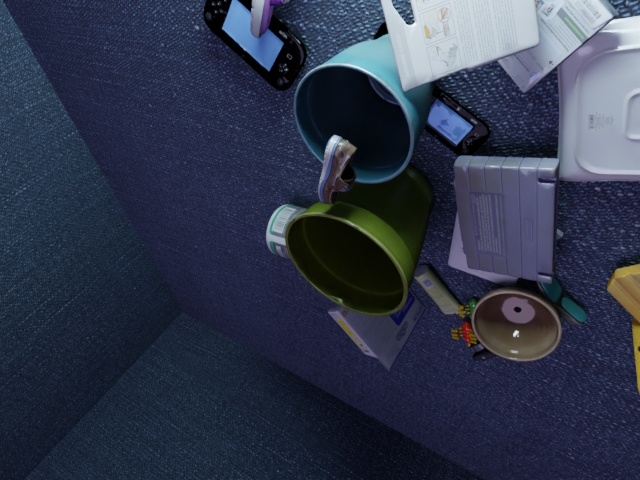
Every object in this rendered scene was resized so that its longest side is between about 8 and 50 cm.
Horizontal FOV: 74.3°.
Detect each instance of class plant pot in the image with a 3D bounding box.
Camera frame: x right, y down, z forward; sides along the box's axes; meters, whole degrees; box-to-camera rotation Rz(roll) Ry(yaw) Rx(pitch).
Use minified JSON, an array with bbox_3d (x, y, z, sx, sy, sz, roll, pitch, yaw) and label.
[{"bbox_3d":[0.123,-0.308,0.922,0.272,0.255,0.271,24,145,18],"label":"plant pot"},{"bbox_3d":[0.150,-0.039,1.203,0.367,0.353,0.366,26,145,20],"label":"plant pot"},{"bbox_3d":[0.582,0.231,1.256,0.237,0.110,0.237,13,118,26],"label":"plant pot"}]

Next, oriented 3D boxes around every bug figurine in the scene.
[{"bbox_3d":[0.589,0.299,1.436,0.279,0.072,0.216,9,126,40],"label":"bug figurine"}]

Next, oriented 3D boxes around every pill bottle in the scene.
[{"bbox_3d":[0.000,0.000,1.526,0.361,0.204,0.204,17,141,30],"label":"pill bottle"}]

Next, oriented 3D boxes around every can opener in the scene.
[{"bbox_3d":[0.624,0.404,1.545,0.073,0.059,0.186,43,147,-6],"label":"can opener"}]

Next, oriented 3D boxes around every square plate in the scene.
[{"bbox_3d":[0.630,-0.241,0.787,0.344,0.049,0.347,8,135,37],"label":"square plate"}]

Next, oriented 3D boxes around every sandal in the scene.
[{"bbox_3d":[-0.069,-0.613,0.913,0.102,0.169,0.416,20,145,-10],"label":"sandal"}]

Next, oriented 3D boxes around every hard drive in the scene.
[{"bbox_3d":[0.476,-0.006,1.184,0.203,0.040,0.307,21,143,26],"label":"hard drive"}]

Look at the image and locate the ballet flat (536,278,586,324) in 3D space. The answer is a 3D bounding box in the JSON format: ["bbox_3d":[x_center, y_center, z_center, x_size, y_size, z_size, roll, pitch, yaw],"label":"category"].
[{"bbox_3d":[0.670,0.168,1.215,0.213,0.072,0.068,44,154,-7],"label":"ballet flat"}]

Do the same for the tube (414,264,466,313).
[{"bbox_3d":[0.416,0.184,1.491,0.240,0.062,0.070,47,-174,-21],"label":"tube"}]

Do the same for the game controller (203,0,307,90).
[{"bbox_3d":[-0.179,-0.564,1.155,0.319,0.067,0.166,41,146,-5],"label":"game controller"}]

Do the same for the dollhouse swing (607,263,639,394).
[{"bbox_3d":[0.863,0.235,0.934,0.305,0.315,0.347,27,151,-20],"label":"dollhouse swing"}]

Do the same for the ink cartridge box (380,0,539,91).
[{"bbox_3d":[0.222,-0.445,0.729,0.261,0.066,0.296,-19,112,2],"label":"ink cartridge box"}]

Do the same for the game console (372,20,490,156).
[{"bbox_3d":[0.254,-0.348,1.022,0.361,0.044,0.213,38,147,0],"label":"game console"}]

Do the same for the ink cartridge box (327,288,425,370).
[{"bbox_3d":[0.215,0.252,1.531,0.072,0.303,0.307,-12,121,53],"label":"ink cartridge box"}]

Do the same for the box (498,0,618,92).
[{"bbox_3d":[0.414,-0.395,0.786,0.145,0.038,0.186,54,146,6],"label":"box"}]

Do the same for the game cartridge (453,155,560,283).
[{"bbox_3d":[0.462,-0.050,1.056,0.230,0.068,0.355,15,140,39],"label":"game cartridge"}]

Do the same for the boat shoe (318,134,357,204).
[{"bbox_3d":[0.039,-0.138,0.917,0.066,0.066,0.183,26,146,14],"label":"boat shoe"}]

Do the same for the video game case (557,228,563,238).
[{"bbox_3d":[0.545,-0.022,1.154,0.143,0.019,0.157,37,147,3],"label":"video game case"}]
